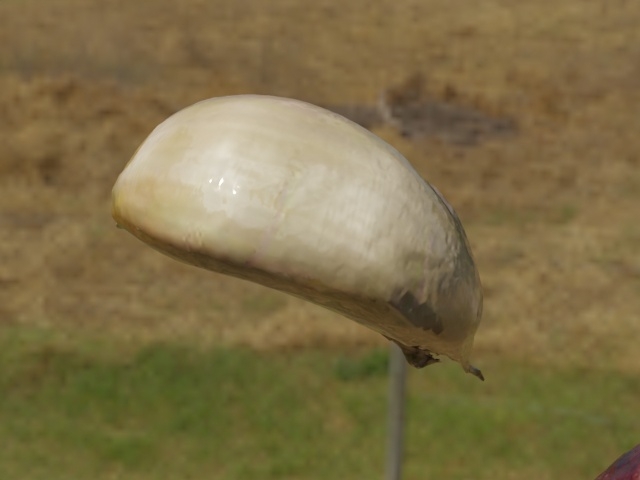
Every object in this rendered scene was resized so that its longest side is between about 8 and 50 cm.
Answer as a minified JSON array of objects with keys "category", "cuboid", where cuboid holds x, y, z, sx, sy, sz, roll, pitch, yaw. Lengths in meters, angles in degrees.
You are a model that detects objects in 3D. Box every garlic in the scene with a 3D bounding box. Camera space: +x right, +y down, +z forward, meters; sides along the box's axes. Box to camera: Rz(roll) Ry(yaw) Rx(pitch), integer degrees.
[{"category":"garlic","cuboid":[0.014,0.000,1.460,0.338,0.151,0.196,23,-23,-11]}]

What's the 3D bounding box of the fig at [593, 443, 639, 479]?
[{"category":"fig","cuboid":[0.246,0.248,1.364,0.249,0.186,0.204,-38,7,-39]}]
